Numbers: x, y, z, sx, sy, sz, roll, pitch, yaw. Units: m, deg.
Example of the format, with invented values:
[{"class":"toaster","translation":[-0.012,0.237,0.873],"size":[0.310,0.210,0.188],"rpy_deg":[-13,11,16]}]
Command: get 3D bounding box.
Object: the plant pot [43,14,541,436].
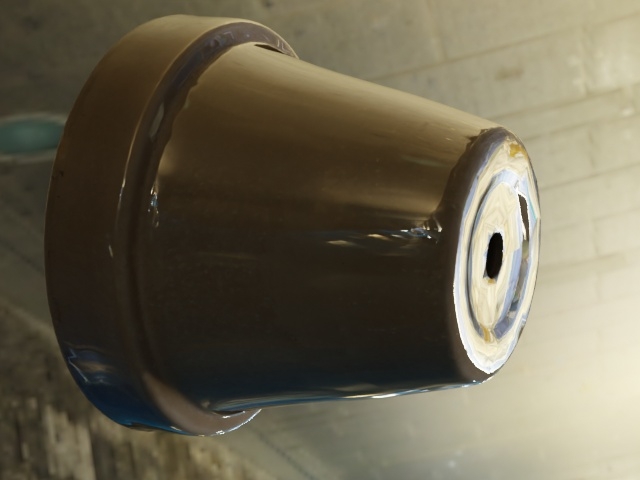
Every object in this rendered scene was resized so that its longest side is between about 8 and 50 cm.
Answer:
[{"class":"plant pot","translation":[0.000,0.000,0.914],"size":[0.229,0.263,0.263],"rpy_deg":[7,171,28]}]
